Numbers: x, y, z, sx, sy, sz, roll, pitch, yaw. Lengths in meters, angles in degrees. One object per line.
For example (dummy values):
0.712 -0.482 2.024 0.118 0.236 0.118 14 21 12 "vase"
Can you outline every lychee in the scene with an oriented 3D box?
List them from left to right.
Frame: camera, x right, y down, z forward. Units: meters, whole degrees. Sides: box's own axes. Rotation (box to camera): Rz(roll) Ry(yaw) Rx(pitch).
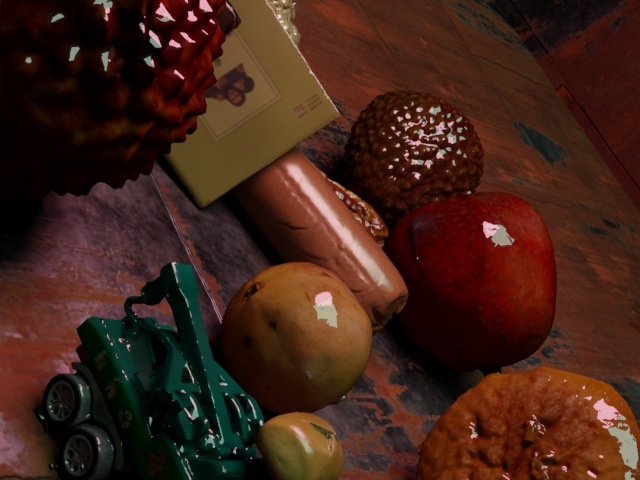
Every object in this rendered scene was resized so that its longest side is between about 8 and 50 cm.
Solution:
-0.305 -0.275 1.440 0.425 0.425 0.500 22 40 -44 "lychee"
0.145 -0.128 2.185 0.236 0.236 0.271 49 45 0 "lychee"

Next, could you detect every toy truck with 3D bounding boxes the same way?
-0.135 0.213 1.303 0.177 0.178 0.363 11 47 -53 "toy truck"

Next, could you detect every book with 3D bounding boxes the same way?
-0.166 -0.253 1.819 0.352 0.239 0.035 56 -7 -4 "book"

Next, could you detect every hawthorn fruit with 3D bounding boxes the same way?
0.238 0.075 2.021 0.265 0.265 0.307 -11 82 -62 "hawthorn fruit"

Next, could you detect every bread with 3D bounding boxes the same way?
-0.011 0.198 1.261 0.082 0.056 0.115 63 19 18 "bread"
0.273 0.313 1.682 0.172 0.312 0.312 47 19 -45 "bread"

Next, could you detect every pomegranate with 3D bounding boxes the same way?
-0.026 0.117 1.604 0.191 0.191 0.191 37 27 -23 "pomegranate"

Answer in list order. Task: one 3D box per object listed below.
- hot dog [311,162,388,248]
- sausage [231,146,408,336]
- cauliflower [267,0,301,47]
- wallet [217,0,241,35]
0.000 -0.060 2.026 0.253 0.069 0.131 39 27 -17 "hot dog"
0.001 0.001 1.880 0.304 0.121 0.121 51 25 8 "sausage"
-0.159 -0.301 1.973 0.272 0.275 0.250 25 -4 -10 "cauliflower"
-0.226 -0.264 1.780 0.122 0.232 0.031 47 -2 -5 "wallet"
